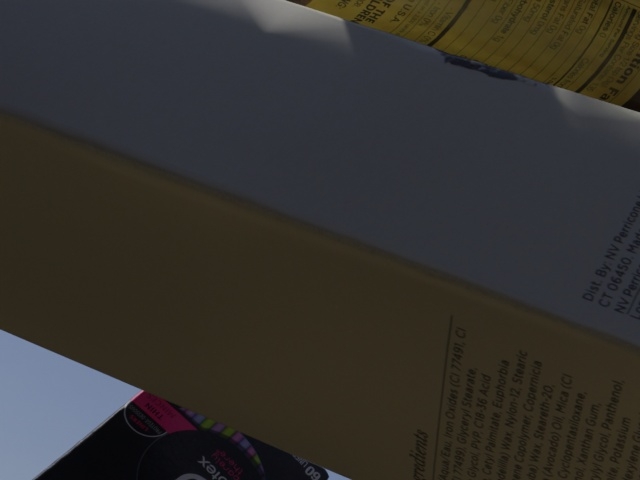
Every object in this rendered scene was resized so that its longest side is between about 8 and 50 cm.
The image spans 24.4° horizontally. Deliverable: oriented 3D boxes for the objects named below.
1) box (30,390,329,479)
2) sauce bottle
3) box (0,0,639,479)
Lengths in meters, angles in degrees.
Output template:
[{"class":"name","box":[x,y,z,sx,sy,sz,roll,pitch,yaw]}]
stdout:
[{"class":"box","box":[-0.149,0.241,1.196,0.165,0.270,0.143,42,-44,8]},{"class":"sauce bottle","box":[0.114,-0.107,0.654,0.344,0.111,0.111,16,-17,-29]},{"class":"box","box":[0.000,0.000,0.457,0.275,0.094,0.113,22,-41,18]}]
